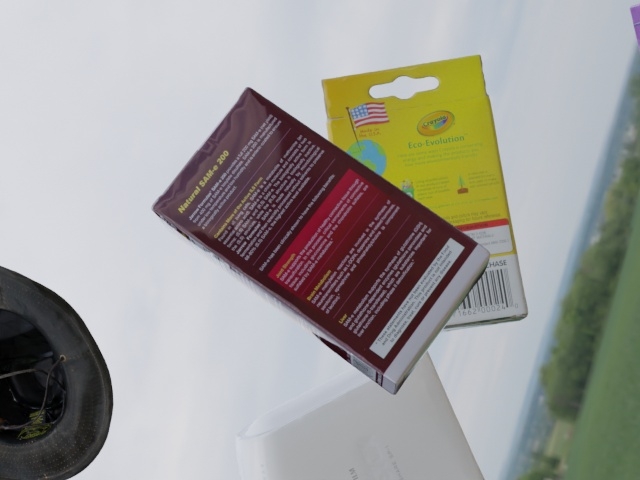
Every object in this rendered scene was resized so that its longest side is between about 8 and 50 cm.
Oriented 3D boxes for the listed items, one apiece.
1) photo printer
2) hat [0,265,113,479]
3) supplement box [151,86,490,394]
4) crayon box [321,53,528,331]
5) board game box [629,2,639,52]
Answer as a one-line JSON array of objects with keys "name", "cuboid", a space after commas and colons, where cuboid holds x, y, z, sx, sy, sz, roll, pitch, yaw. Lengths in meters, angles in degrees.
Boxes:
[{"name": "photo printer", "cuboid": [0.050, 0.311, 1.589, 0.256, 0.307, 0.107, 66, 169, -9]}, {"name": "hat", "cuboid": [-0.412, 0.167, 1.597, 0.134, 0.331, 0.332, -51, -27, -67]}, {"name": "supplement box", "cuboid": [0.000, 0.000, 0.925, 0.130, 0.239, 0.073, -52, -11, -10]}, {"name": "crayon box", "cuboid": [0.121, -0.048, 1.384, 0.081, 0.202, 0.319, 72, -170, -81]}, {"name": "board game box", "cuboid": [0.484, -0.190, 1.256, 0.347, 0.056, 0.208, -1, 101, 67]}]
